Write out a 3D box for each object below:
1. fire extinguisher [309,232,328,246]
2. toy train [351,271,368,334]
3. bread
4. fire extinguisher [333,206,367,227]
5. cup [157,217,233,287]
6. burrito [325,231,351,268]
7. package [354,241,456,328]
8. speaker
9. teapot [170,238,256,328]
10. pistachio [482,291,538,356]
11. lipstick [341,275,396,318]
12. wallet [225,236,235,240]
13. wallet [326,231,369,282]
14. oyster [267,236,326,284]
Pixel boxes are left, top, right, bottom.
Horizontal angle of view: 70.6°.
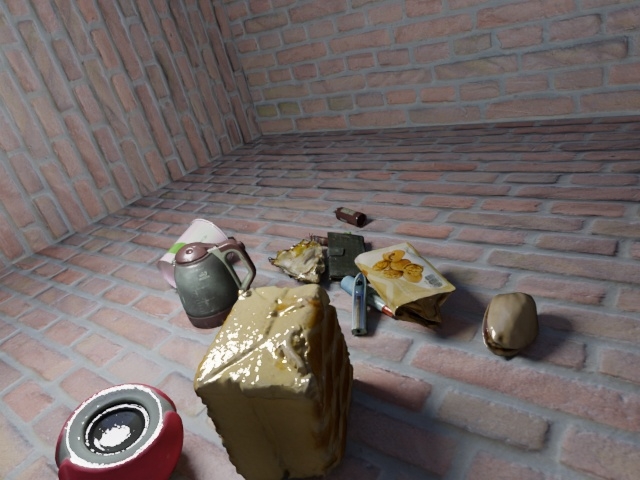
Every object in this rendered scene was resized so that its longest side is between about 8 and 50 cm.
[{"bbox_3d":[0.000,0.000,2.088,0.132,0.056,0.039,9,9,34],"label":"fire extinguisher"},{"bbox_3d":[0.132,0.201,1.543,0.055,0.048,0.251,-10,47,16],"label":"toy train"},{"bbox_3d":[-0.084,0.339,1.125,0.280,0.370,0.390,-7,27,14],"label":"bread"},{"bbox_3d":[0.142,-0.122,2.241,0.099,0.071,0.231,2,13,-34],"label":"fire extinguisher"},{"bbox_3d":[-0.573,0.074,2.044,0.253,0.253,0.274,6,40,35],"label":"cup"},{"bbox_3d":[0.070,0.043,1.970,0.104,0.054,0.288,-5,30,24],"label":"burrito"},{"bbox_3d":[0.272,0.166,1.510,0.222,0.164,0.311,-15,31,-16],"label":"package"},{"bbox_3d":[-0.488,0.509,1.120,0.295,0.294,0.294,-12,27,6],"label":"speaker"},{"bbox_3d":[-0.405,0.139,1.741,0.315,0.311,0.233,-16,29,-2],"label":"teapot"},{"bbox_3d":[0.541,0.231,1.288,0.152,0.126,0.223,42,54,17],"label":"pistachio"},{"bbox_3d":[0.178,0.203,1.595,0.068,0.061,0.274,-27,34,-26],"label":"lipstick"},{"bbox_3d":[-0.486,0.026,2.319,0.082,0.018,0.156,-14,27,4],"label":"wallet"},{"bbox_3d":[0.110,0.063,1.845,0.169,0.044,0.316,6,33,-4],"label":"wallet"},{"bbox_3d":[-0.057,0.089,1.881,0.221,0.096,0.361,-38,31,-17],"label":"oyster"}]
